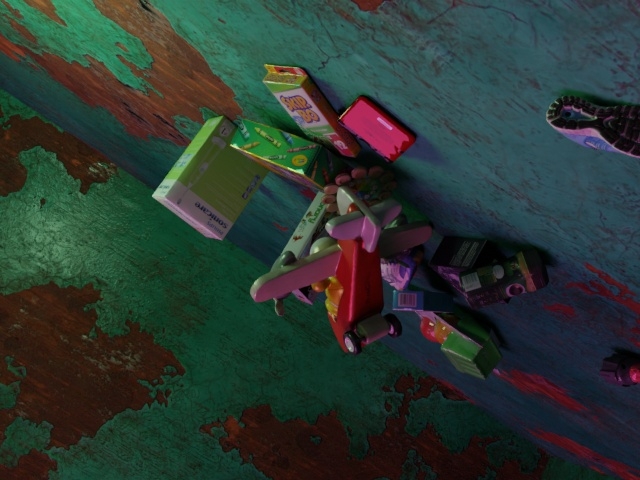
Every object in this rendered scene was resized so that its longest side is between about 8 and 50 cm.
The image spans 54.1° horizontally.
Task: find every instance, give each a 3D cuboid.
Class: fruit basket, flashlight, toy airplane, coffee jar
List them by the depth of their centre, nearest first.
[{"bbox_3d":[0.410,0.086,1.397,0.184,0.079,0.096,-20,139,17],"label":"coffee jar"},{"bbox_3d":[0.058,0.046,1.483,0.386,0.384,0.272,33,-179,-39],"label":"toy airplane"},{"bbox_3d":[0.804,0.328,1.491,0.103,0.103,0.304,35,165,-16],"label":"flashlight"},{"bbox_3d":[0.450,0.309,2.164,0.353,0.165,0.327,40,174,43],"label":"fruit basket"}]

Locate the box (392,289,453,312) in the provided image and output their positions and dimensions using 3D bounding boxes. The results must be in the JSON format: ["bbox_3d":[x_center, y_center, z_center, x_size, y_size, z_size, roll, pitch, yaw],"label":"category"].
[{"bbox_3d":[0.316,0.186,1.903,0.100,0.060,0.244,-1,173,32],"label":"box"}]

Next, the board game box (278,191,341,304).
[{"bbox_3d":[0.000,0.000,1.677,0.053,0.305,0.193,21,163,30],"label":"board game box"}]

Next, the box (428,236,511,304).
[{"bbox_3d":[0.382,0.073,1.549,0.156,0.093,0.158,39,166,-24],"label":"box"}]

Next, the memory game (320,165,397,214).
[{"bbox_3d":[0.090,-0.113,1.455,0.186,0.186,0.012,58,-165,-60],"label":"memory game"}]

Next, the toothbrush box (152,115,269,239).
[{"bbox_3d":[-0.297,-0.175,1.766,0.206,0.283,0.122,39,164,-28],"label":"toothbrush box"}]

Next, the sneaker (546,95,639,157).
[{"bbox_3d":[0.398,-0.153,0.866,0.162,0.063,0.073,29,-176,29],"label":"sneaker"}]

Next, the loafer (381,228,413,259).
[{"bbox_3d":[0.190,0.007,1.763,0.078,0.076,0.223,29,171,-20],"label":"loafer"}]

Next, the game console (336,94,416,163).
[{"bbox_3d":[0.110,-0.232,1.265,0.144,0.085,0.124,35,134,-14],"label":"game console"}]

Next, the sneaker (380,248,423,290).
[{"bbox_3d":[0.217,0.075,1.866,0.131,0.112,0.296,31,165,5],"label":"sneaker"}]

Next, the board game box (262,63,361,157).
[{"bbox_3d":[-0.021,-0.277,1.352,0.124,0.039,0.259,20,159,43],"label":"board game box"}]

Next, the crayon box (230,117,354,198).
[{"bbox_3d":[-0.066,-0.197,1.509,0.278,0.081,0.165,26,179,39],"label":"crayon box"}]
